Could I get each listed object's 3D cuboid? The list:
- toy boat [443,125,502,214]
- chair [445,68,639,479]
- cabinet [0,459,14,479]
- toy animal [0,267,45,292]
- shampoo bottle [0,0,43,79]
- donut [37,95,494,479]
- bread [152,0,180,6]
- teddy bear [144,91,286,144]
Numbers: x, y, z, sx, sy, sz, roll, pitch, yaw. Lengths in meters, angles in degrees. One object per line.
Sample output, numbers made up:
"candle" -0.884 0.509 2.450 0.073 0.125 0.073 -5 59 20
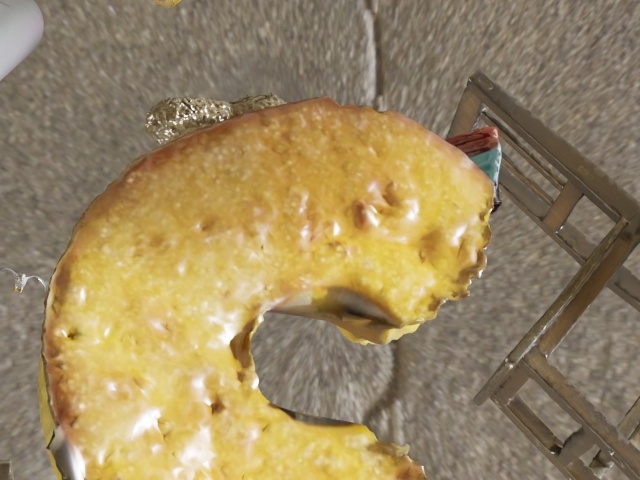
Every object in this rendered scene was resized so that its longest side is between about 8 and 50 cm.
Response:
"toy boat" 0.000 0.000 1.328 0.392 0.136 0.079 -23 68 11
"chair" 0.234 0.066 1.384 0.416 0.203 0.240 39 76 10
"cabinet" -0.501 0.404 1.779 0.215 0.175 0.148 -5 127 -8
"toy animal" -0.422 0.058 1.934 0.084 0.050 0.028 15 92 -21
"shampoo bottle" -0.174 -0.103 0.657 0.080 0.165 0.040 8 114 2
"donut" -0.046 0.097 1.105 0.378 0.163 0.435 20 64 -17
"bread" -0.180 -0.422 1.849 0.225 0.081 0.134 -43 98 2
"teddy bear" -0.076 -0.111 1.654 0.182 0.251 0.129 33 87 38
